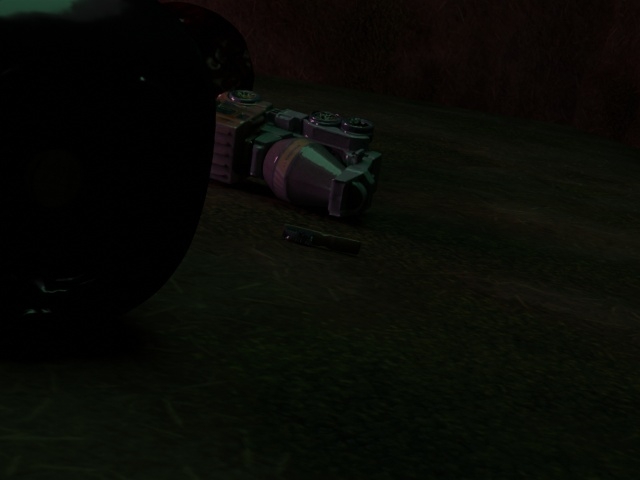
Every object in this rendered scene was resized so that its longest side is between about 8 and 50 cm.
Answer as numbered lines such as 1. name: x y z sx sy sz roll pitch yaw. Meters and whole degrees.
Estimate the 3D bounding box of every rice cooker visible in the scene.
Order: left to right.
1. rice cooker: -0.202 -0.065 0.787 0.267 0.267 0.224 3 21 -35

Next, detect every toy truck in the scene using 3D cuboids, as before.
1. toy truck: -0.041 -0.100 1.466 0.257 0.108 0.140 18 27 19

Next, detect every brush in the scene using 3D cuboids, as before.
1. brush: 0.000 0.000 1.222 0.084 0.016 0.013 13 24 12

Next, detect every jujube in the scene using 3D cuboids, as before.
1. jujube: -0.223 -0.251 1.808 0.223 0.223 0.318 12 19 6
